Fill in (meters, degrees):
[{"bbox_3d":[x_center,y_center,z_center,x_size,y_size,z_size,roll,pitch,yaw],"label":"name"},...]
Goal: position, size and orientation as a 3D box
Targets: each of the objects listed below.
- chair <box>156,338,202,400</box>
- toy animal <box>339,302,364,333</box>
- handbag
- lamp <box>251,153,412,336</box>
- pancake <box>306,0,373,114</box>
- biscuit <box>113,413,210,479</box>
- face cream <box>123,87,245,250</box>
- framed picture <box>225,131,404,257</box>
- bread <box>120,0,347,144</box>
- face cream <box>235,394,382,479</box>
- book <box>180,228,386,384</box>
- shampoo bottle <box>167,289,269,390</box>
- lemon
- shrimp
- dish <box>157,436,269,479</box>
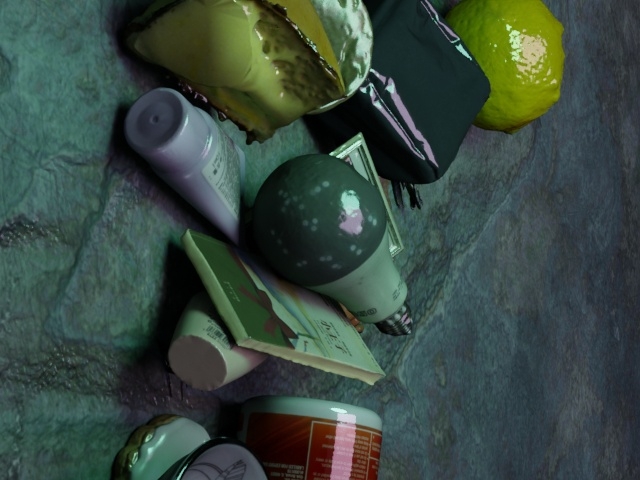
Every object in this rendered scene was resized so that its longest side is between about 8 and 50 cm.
[{"bbox_3d":[-0.179,0.160,1.706,0.042,0.037,0.086,-31,119,-43],"label":"chair"},{"bbox_3d":[0.022,0.028,2.017,0.157,0.097,0.312,-27,114,-44],"label":"toy animal"},{"bbox_3d":[0.113,-0.236,2.085,0.275,0.178,0.302,53,42,-22],"label":"handbag"},{"bbox_3d":[0.042,0.019,1.806,0.314,0.182,0.182,46,45,-16],"label":"lamp"},{"bbox_3d":[-0.040,-0.289,1.856,0.242,0.050,0.241,0,89,-24],"label":"pancake"},{"bbox_3d":[-0.183,0.321,1.685,0.181,0.049,0.208,-48,128,-48],"label":"biscuit"},{"bbox_3d":[-0.153,-0.102,1.722,0.274,0.096,0.154,45,36,-60],"label":"face cream"},{"bbox_3d":[0.000,0.000,1.925,0.273,0.016,0.216,-38,121,-26],"label":"framed picture"},{"bbox_3d":[-0.092,-0.259,1.682,0.262,0.204,0.162,39,45,-35],"label":"bread"},{"bbox_3d":[-0.022,0.318,1.804,0.201,0.201,0.187,27,66,-56],"label":"face cream"},{"bbox_3d":[-0.049,0.092,1.759,0.289,0.026,0.201,20,28,-49],"label":"book"},{"bbox_3d":[-0.124,0.119,1.711,0.078,0.127,0.257,-56,177,18],"label":"shampoo bottle"},{"bbox_3d":[0.324,-0.331,2.390,0.233,0.234,0.288,-26,110,-57],"label":"lemon"},{"bbox_3d":[0.118,-0.047,2.210,0.152,0.046,0.219,3,86,-56],"label":"shrimp"},{"bbox_3d":[-0.159,0.384,1.551,0.316,0.106,0.316,0,90,-67],"label":"dish"}]
